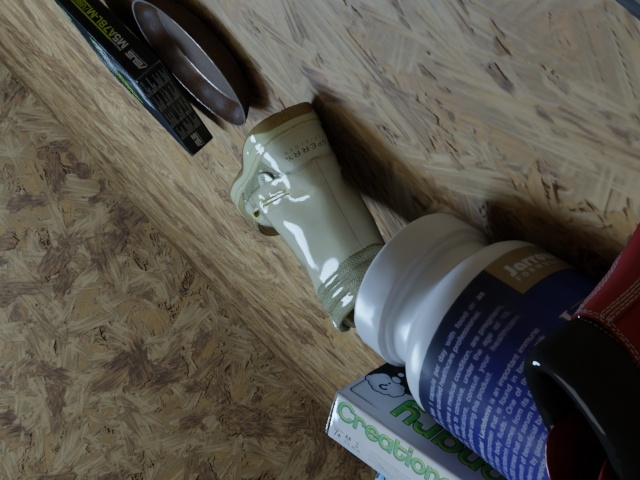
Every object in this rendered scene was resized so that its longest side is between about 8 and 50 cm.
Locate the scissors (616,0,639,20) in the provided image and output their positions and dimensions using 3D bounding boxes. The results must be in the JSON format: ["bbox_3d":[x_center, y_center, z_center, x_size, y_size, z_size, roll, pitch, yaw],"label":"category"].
[{"bbox_3d":[0.226,-0.026,0.352,0.297,0.021,0.109,47,170,-4],"label":"scissors"}]

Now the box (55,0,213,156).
[{"bbox_3d":[-0.228,-0.211,1.094,0.184,0.045,0.190,47,175,23],"label":"box"}]

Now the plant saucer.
[{"bbox_3d":[-0.129,-0.191,0.930,0.168,0.029,0.168,44,168,12],"label":"plant saucer"}]

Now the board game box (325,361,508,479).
[{"bbox_3d":[0.181,0.179,0.700,0.305,0.193,0.053,30,124,31],"label":"board game box"}]

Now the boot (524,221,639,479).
[{"bbox_3d":[0.206,0.100,0.451,0.244,0.176,0.088,48,166,-19],"label":"boot"}]

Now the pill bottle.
[{"bbox_3d":[0.157,0.093,0.632,0.265,0.153,0.153,35,164,37],"label":"pill bottle"}]

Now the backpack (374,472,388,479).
[{"bbox_3d":[0.169,0.372,1.376,0.117,0.173,0.158,71,173,-58],"label":"backpack"}]

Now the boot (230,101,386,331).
[{"bbox_3d":[0.000,0.000,0.890,0.203,0.095,0.262,59,164,11],"label":"boot"}]
